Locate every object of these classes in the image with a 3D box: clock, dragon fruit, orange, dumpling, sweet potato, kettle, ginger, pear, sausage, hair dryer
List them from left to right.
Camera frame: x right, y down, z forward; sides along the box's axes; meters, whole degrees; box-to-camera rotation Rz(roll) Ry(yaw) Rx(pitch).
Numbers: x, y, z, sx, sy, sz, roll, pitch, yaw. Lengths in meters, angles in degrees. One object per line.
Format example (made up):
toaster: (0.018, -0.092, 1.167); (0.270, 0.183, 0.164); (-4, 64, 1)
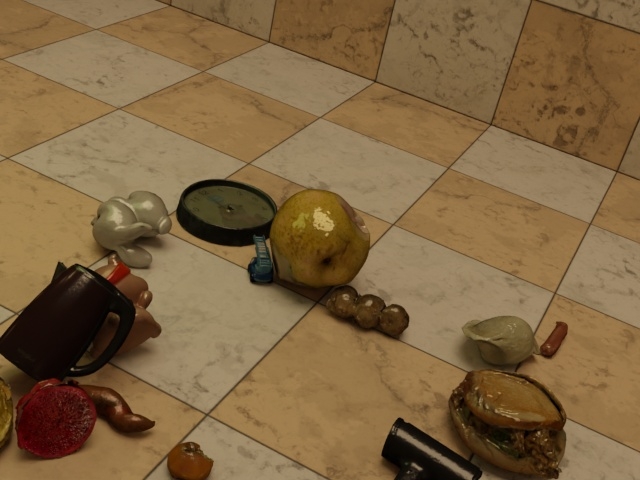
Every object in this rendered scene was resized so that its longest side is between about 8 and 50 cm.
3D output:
dragon fruit: (-0.501, 0.312, 1.620); (0.153, 0.153, 0.111); (-9, 20, -32)
kettle: (-0.494, 0.171, 1.724); (0.202, 0.232, 0.144); (36, -10, 3)
sweet potato: (-0.415, 0.321, 1.699); (0.202, 0.058, 0.055); (23, 17, 18)
orange: (-0.242, 0.409, 1.615); (0.086, 0.062, 0.086); (7, 33, -5)
clock: (-0.255, -0.082, 2.401); (0.281, 0.055, 0.280); (10, 32, -6)
pear: (0.000, 0.000, 2.165); (0.271, 0.271, 0.271); (9, 32, -6)
ginger: (0.119, 0.168, 2.116); (0.204, 0.080, 0.104); (22, 27, 18)
hair dryer: (0.170, 0.475, 1.664); (0.197, 0.089, 0.251); (29, 44, 21)
dumpling: (0.423, 0.231, 2.095); (0.216, 0.126, 0.166); (-17, 26, -35)
sausage: (0.595, 0.246, 2.209); (0.042, 0.036, 0.158); (32, 35, 14)

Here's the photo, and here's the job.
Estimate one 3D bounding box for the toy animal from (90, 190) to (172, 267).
toy animal: (-0.467, -0.037, 2.184); (0.179, 0.127, 0.193); (22, 30, 11)

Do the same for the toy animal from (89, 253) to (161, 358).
toy animal: (-0.447, 0.143, 1.870); (0.171, 0.171, 0.197); (-12, 60, -35)

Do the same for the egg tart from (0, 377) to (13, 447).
egg tart: (-0.694, 0.295, 1.573); (0.294, 0.123, 0.294); (9, 33, -6)

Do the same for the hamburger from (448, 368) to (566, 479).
hamburger: (0.405, 0.377, 1.834); (0.243, 0.146, 0.286); (-10, 31, -43)

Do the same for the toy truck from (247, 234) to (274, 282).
toy truck: (-0.152, 0.048, 2.212); (0.063, 0.074, 0.136); (2, 32, -17)
